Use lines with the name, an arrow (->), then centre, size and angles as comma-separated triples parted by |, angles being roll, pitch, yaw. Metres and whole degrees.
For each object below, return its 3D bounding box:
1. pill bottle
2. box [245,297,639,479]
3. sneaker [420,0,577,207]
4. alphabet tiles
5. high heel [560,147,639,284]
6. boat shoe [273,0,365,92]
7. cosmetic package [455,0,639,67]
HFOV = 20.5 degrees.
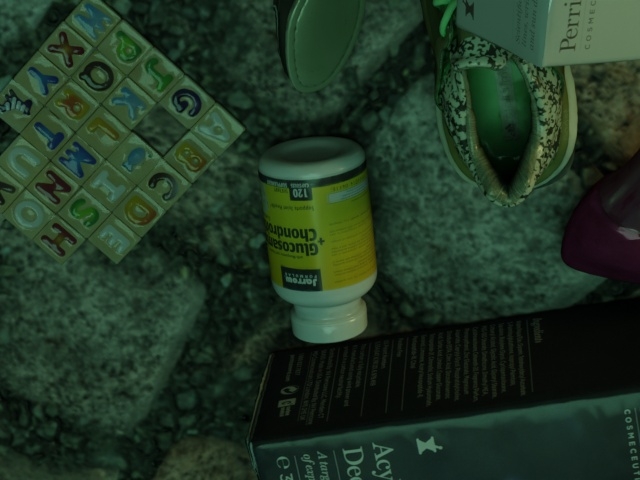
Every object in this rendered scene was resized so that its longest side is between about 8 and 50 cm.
pill bottle -> 0.000, 0.000, 1.694 | 0.103, 0.103, 0.184 | -4, 111, 6
box -> 0.157, 0.251, 1.722 | 0.395, 0.212, 0.293 | -10, 110, 8
sneaker -> 0.149, -0.211, 1.556 | 0.158, 0.182, 0.410 | -13, 109, 10
alphabet tiles -> -0.223, -0.093, 1.727 | 0.198, 0.009, 0.237 | 41, 109, -11
high heel -> 0.424, 0.018, 1.688 | 0.377, 0.127, 0.181 | 24, 140, -9
boat shoe -> -0.005, -0.250, 1.618 | 0.081, 0.069, 0.227 | -10, 122, -34
cosmetic package -> 0.313, -0.271, 1.451 | 0.385, 0.156, 0.217 | -10, 114, -24
